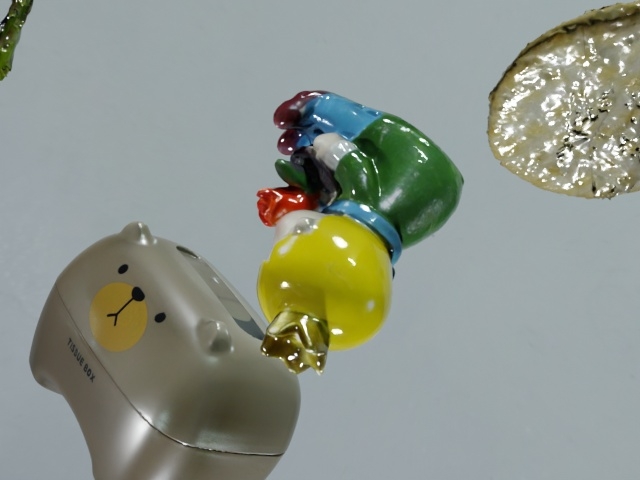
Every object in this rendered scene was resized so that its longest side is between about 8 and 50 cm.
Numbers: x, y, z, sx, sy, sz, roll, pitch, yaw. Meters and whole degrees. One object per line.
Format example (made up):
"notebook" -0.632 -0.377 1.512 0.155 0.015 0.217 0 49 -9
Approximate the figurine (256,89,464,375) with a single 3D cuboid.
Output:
"figurine" -0.003 -0.008 1.136 0.185 0.127 0.234 34 69 10

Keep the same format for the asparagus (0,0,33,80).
"asparagus" -0.364 -0.271 1.638 0.030 0.036 0.165 17 101 -22

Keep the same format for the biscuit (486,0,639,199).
"biscuit" 0.237 -0.104 1.064 0.219 0.220 0.033 -7 51 5

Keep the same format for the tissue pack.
"tissue pack" -0.204 0.166 1.854 0.277 0.267 0.387 -56 45 15
